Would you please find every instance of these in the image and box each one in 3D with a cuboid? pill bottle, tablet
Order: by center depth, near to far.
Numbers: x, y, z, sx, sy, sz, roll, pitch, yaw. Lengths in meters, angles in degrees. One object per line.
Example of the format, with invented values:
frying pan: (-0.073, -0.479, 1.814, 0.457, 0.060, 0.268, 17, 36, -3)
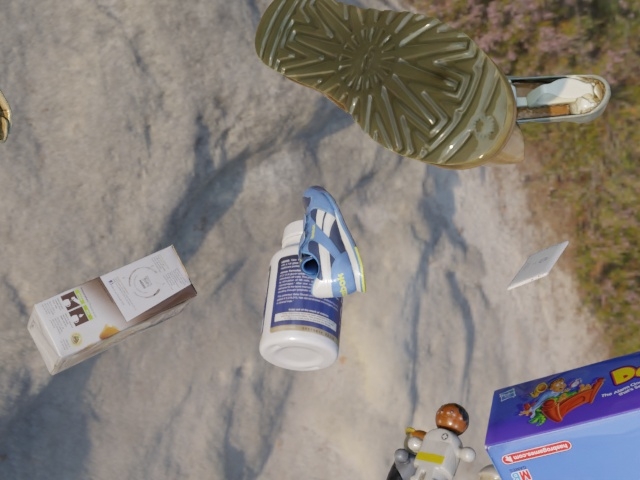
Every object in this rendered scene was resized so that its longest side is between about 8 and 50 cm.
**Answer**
tablet: (0.244, 0.027, 0.951, 0.006, 0.054, 0.083, 57, 42, -7)
pill bottle: (-0.019, 0.063, 1.026, 0.094, 0.094, 0.169, 34, 49, -39)

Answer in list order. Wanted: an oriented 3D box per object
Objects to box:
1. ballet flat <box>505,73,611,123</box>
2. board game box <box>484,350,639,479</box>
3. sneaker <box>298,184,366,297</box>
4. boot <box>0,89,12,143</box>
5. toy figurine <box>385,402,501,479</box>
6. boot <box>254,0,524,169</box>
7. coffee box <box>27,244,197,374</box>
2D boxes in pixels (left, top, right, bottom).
ballet flat: (0.252, -0.179, 1.055, 0.068, 0.213, 0.072, 64, 24, -80)
board game box: (0.321, 0.173, 0.577, 0.233, 0.347, 0.078, 64, 24, -13)
sneaker: (0.000, 0.000, 0.864, 0.059, 0.144, 0.053, -20, 138, -3)
boot: (-0.525, -0.132, 1.188, 0.095, 0.204, 0.261, -49, 140, -57)
toy figurine: (0.215, 0.345, 1.246, 0.210, 0.213, 0.148, 28, 58, 3)
boot: (0.106, -0.107, 0.688, 0.270, 0.236, 0.089, 15, 109, -53)
coffee box: (-0.345, 0.115, 1.407, 0.247, 0.141, 0.098, -26, 83, -29)
